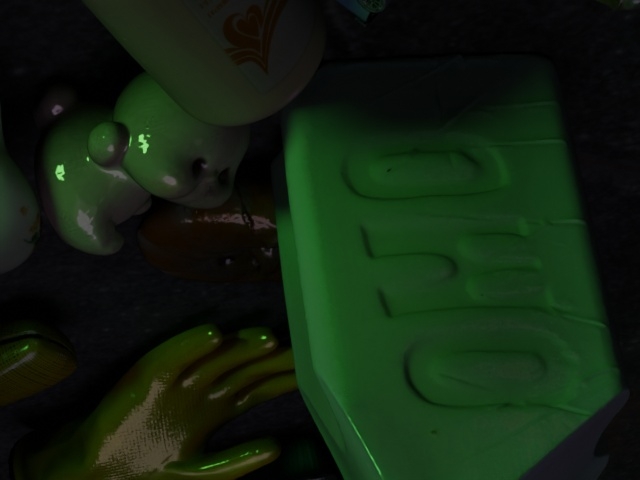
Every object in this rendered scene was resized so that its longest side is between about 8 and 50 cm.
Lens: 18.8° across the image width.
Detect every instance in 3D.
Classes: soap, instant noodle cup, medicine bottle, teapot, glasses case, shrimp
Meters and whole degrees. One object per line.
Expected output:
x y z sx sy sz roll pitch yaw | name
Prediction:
0.085 0.046 1.317 0.208 0.347 0.115 -3 150 -7 | soap
-0.044 0.255 1.894 0.157 0.070 0.179 -11 149 7 | instant noodle cup
-0.095 -0.173 1.138 0.114 0.114 0.252 -20 145 18 | medicine bottle
-0.259 -0.028 1.329 0.145 0.092 0.226 36 155 7 | teapot
-0.313 0.117 1.605 0.234 0.064 0.079 -19 148 22 | glasses case
0.000 0.000 1.494 0.287 0.063 0.152 2 150 -11 | shrimp

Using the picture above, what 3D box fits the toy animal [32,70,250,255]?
-0.092 -0.071 1.306 0.212 0.124 0.124 -21 147 27 | toy animal

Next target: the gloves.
-0.129 0.156 1.695 0.294 0.116 0.133 -33 149 24 | gloves

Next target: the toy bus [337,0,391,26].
0.034 -0.198 1.168 0.075 0.060 0.123 36 144 7 | toy bus

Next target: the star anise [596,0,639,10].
0.237 -0.192 1.237 0.182 0.065 0.195 -3 152 -7 | star anise
